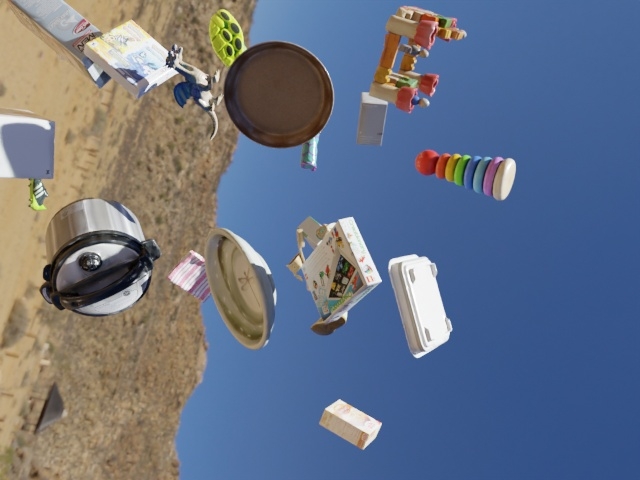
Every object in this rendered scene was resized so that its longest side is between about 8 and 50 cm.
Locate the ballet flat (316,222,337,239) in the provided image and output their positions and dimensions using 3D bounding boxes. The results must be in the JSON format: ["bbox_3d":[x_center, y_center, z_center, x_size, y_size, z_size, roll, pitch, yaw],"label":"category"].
[{"bbox_3d":[0.069,-0.039,2.244,0.073,0.206,0.067,51,-57,22],"label":"ballet flat"}]

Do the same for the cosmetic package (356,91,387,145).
[{"bbox_3d":[0.244,-0.580,2.763,0.237,0.127,0.107,92,2,-47],"label":"cosmetic package"}]

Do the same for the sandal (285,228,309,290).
[{"bbox_3d":[-0.095,0.078,2.207,0.088,0.079,0.239,-159,-118,-83],"label":"sandal"}]

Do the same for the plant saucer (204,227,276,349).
[{"bbox_3d":[-0.236,0.143,1.824,0.400,0.101,0.400,34,-47,46],"label":"plant saucer"}]

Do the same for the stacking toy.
[{"bbox_3d":[0.481,-0.242,1.966,0.331,0.141,0.141,19,-91,29],"label":"stacking toy"}]

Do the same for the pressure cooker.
[{"bbox_3d":[-0.833,0.079,2.164,0.369,0.376,0.420,-59,-142,16],"label":"pressure cooker"}]

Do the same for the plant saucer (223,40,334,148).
[{"bbox_3d":[-0.117,-0.412,1.636,0.310,0.311,0.050,-56,-164,30],"label":"plant saucer"}]

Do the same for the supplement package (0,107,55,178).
[{"bbox_3d":[-0.925,-0.296,1.723,0.293,0.178,0.175,23,-70,46],"label":"supplement package"}]

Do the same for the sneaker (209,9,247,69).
[{"bbox_3d":[-0.289,-0.620,1.924,0.110,0.295,0.123,-29,-142,-4],"label":"sneaker"}]

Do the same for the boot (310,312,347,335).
[{"bbox_3d":[0.054,0.305,2.448,0.213,0.077,0.165,-36,-158,44],"label":"boot"}]

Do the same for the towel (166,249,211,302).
[{"bbox_3d":[-0.466,0.141,2.192,0.144,0.197,0.029,-48,-147,2],"label":"towel"}]

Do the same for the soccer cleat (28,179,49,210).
[{"bbox_3d":[-1.156,-0.211,2.370,0.060,0.072,0.178,9,-82,51],"label":"soccer cleat"}]

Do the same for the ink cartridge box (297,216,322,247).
[{"bbox_3d":[0.000,0.000,2.740,0.087,0.208,0.153,-46,-124,-7],"label":"ink cartridge box"}]

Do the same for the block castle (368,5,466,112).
[{"bbox_3d":[0.355,-0.636,2.021,0.453,0.213,0.302,-45,153,-59],"label":"block castle"}]

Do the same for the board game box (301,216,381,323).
[{"bbox_3d":[0.047,0.092,1.609,0.192,0.053,0.305,67,-30,18],"label":"board game box"}]

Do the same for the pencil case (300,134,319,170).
[{"bbox_3d":[-0.039,-0.347,2.197,0.065,0.070,0.151,-1,-104,27],"label":"pencil case"}]

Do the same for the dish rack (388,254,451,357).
[{"bbox_3d":[0.350,0.208,1.950,0.073,0.286,0.332,-17,-96,31],"label":"dish rack"}]

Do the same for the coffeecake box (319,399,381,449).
[{"bbox_3d":[0.112,0.676,2.134,0.142,0.186,0.068,1,111,-66],"label":"coffeecake box"}]

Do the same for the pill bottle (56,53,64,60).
[{"bbox_3d":[-0.846,-0.681,2.054,0.169,0.094,0.094,-27,162,-48],"label":"pill bottle"}]

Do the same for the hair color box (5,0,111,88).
[{"bbox_3d":[-0.828,-0.674,1.846,0.113,0.375,0.185,-49,173,-12],"label":"hair color box"}]

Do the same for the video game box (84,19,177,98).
[{"bbox_3d":[-0.549,-0.536,1.704,0.187,0.205,0.048,-51,-178,-39],"label":"video game box"}]

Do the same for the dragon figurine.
[{"bbox_3d":[-0.371,-0.437,1.693,0.289,0.144,0.085,91,17,-52],"label":"dragon figurine"}]
